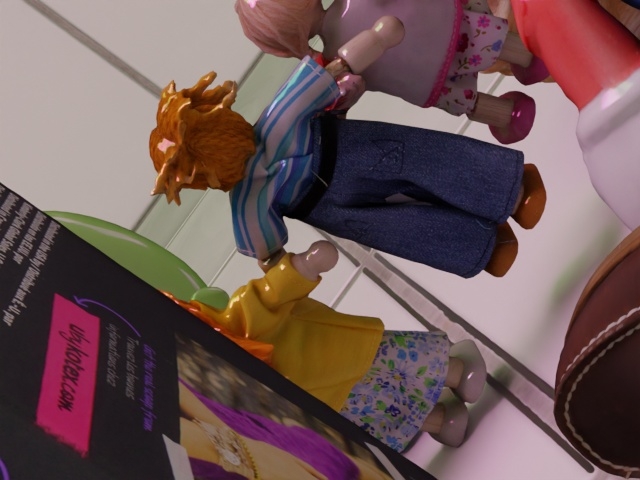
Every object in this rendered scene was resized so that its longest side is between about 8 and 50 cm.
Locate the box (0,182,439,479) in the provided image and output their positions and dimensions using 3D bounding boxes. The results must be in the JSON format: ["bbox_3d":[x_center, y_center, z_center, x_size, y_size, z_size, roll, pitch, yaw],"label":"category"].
[{"bbox_3d":[-0.076,0.111,0.455,0.165,0.270,0.143,-52,11,13],"label":"box"}]

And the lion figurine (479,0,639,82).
[{"bbox_3d":[0.215,-0.242,0.740,0.392,0.142,0.240,-44,-12,-30],"label":"lion figurine"}]

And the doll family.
[{"bbox_3d":[0.000,0.000,0.643,0.118,0.163,0.263,-120,46,-65],"label":"doll family"}]

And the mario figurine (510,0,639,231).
[{"bbox_3d":[0.133,-0.122,0.535,0.198,0.170,0.320,-33,35,-20],"label":"mario figurine"}]

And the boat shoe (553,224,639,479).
[{"bbox_3d":[0.130,0.017,0.398,0.207,0.073,0.073,-43,13,45],"label":"boat shoe"}]

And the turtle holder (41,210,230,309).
[{"bbox_3d":[-0.156,0.152,0.896,0.227,0.243,0.320,106,157,-78],"label":"turtle holder"}]
